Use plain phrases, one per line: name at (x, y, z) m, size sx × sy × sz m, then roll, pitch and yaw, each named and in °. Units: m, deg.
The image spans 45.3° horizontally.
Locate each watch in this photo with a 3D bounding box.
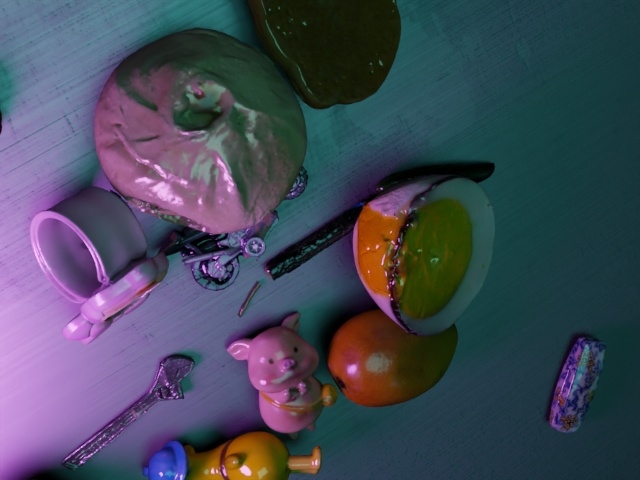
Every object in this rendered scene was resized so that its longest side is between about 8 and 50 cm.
watch at (-0.391, 0.028, 1.343) m, size 0.217 × 0.248 × 0.211 m, roll 52°, pitch 48°, yaw 0°

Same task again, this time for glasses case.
glasses case at (0.633, 0.355, 1.892) m, size 0.087 × 0.065 × 0.247 m, roll 9°, pitch 103°, yaw -21°

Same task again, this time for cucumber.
cucumber at (0.000, 0.000, 1.558) m, size 0.257 × 0.043 × 0.044 m, roll -34°, pitch 119°, yaw -10°
cucumber at (0.248, -0.133, 1.609) m, size 0.285 × 0.056 × 0.056 m, roll -10°, pitch 109°, yaw -19°

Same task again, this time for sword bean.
sword bean at (-0.145, 0.120, 1.555) m, size 0.012 × 0.012 × 0.083 m, roll 29°, pitch 95°, yaw -26°

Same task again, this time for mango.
mango at (0.160, 0.240, 1.624) m, size 0.318 × 0.173 × 0.211 m, roll -9°, pitch 107°, yaw -31°

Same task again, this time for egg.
egg at (0.189, 0.007, 1.544) m, size 0.337 × 0.201 × 0.336 m, roll -19°, pitch 121°, yaw -34°

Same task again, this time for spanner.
spanner at (-0.378, 0.344, 1.523) m, size 0.325 × 0.026 × 0.093 m, roll -39°, pitch 114°, yaw -6°

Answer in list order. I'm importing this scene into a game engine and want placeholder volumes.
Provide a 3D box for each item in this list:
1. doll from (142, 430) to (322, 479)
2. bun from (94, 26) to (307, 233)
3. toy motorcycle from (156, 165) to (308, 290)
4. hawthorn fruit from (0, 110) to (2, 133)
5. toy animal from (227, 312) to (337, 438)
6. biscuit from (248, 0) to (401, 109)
doll at (-0.180, 0.467, 1.570) m, size 0.363 × 0.199 × 0.145 m, roll -2°, pitch 63°, yaw -3°
bun at (-0.199, -0.189, 1.287) m, size 0.365 × 0.202 × 0.363 m, roll 1°, pitch 86°, yaw -9°
toy motorcycle at (-0.165, -0.053, 1.450) m, size 0.173 × 0.108 × 0.307 m, roll 38°, pitch 91°, yaw -17°
hawthorn fruit at (-0.570, -0.200, 1.262) m, size 0.093 × 0.093 × 0.093 m, roll -6°, pitch 107°, yaw -19°
toy animal at (-0.064, 0.292, 1.566) m, size 0.165 × 0.149 × 0.247 m, roll -24°, pitch 106°, yaw -30°
biscuit at (0.011, -0.422, 1.394) m, size 0.351 × 0.057 × 0.312 m, roll 49°, pitch 65°, yaw -27°
